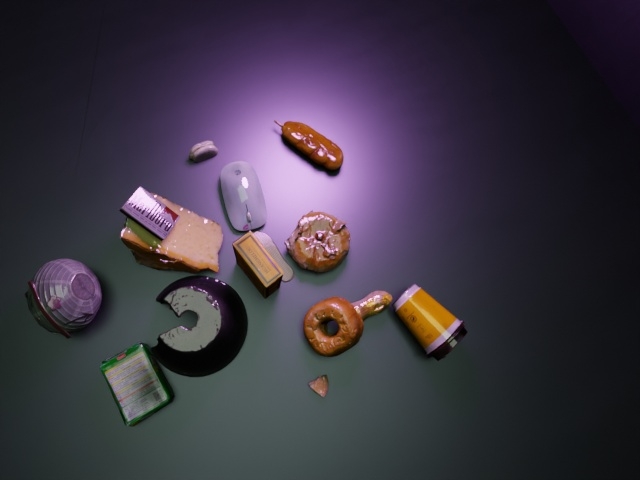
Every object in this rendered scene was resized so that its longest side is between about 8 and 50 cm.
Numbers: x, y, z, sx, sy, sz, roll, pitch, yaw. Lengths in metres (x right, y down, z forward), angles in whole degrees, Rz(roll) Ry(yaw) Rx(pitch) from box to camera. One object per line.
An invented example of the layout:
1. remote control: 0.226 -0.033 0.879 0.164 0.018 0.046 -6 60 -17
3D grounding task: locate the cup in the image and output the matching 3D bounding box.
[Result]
1. cup: 0.417 0.310 1.797 0.196 0.196 0.280 -39 74 -15

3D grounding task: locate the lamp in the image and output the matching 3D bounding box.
1. lamp: -0.896 0.200 1.626 0.233 0.233 0.266 -29 94 -14

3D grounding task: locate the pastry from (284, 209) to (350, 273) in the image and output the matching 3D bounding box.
1. pastry: -0.001 0.006 1.846 0.235 0.121 0.257 34 74 2

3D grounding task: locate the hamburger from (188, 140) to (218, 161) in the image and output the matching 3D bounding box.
1. hamburger: -0.484 -0.367 1.899 0.121 0.084 0.054 -26 82 -12

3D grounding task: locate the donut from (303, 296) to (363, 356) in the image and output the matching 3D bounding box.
1. donut: 0.044 0.325 1.742 0.226 0.113 0.227 1 94 19

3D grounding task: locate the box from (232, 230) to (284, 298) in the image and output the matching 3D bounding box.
1. box: -0.227 0.098 1.696 0.084 0.301 0.193 -36 83 -15

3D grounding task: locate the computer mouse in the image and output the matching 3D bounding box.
1. computer mouse: -0.312 -0.186 1.869 0.159 0.097 0.289 -13 77 -13

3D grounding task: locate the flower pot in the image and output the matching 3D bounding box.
1. flower pot: -0.438 0.289 1.650 0.378 0.251 0.380 2 73 -8

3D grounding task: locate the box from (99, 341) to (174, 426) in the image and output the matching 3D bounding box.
1. box: -0.648 0.504 1.638 0.180 0.103 0.250 -28 82 -13

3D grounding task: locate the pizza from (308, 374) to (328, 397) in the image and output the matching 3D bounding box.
1. pizza: -0.008 0.545 1.753 0.078 0.025 0.084 14 67 -9

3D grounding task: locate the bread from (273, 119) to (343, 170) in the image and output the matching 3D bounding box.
1. bread: -0.052 -0.413 1.971 0.343 0.084 0.124 33 51 2

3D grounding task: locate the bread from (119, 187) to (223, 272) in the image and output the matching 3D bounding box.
1. bread: -0.545 -0.025 1.713 0.314 0.279 0.249 4 67 6

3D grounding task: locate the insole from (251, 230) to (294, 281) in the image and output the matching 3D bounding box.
1. insole: -0.196 0.059 1.866 0.086 0.005 0.253 -39 84 -15

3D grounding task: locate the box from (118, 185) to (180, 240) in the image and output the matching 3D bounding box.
1. box: -0.596 -0.095 1.629 0.177 0.035 0.115 40 54 -22

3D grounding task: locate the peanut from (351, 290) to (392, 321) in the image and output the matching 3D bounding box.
1. peanut: 0.186 0.260 1.824 0.206 0.087 0.087 -25 80 -11
